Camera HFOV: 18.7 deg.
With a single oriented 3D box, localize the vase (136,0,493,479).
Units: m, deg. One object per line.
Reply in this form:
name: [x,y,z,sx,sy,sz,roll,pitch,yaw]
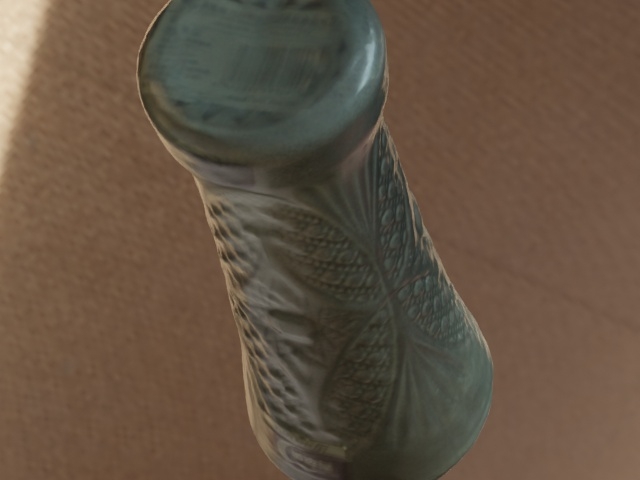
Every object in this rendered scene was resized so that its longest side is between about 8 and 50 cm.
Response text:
vase: [0.000,0.000,0.658,0.096,0.096,0.219,-40,149,-14]
